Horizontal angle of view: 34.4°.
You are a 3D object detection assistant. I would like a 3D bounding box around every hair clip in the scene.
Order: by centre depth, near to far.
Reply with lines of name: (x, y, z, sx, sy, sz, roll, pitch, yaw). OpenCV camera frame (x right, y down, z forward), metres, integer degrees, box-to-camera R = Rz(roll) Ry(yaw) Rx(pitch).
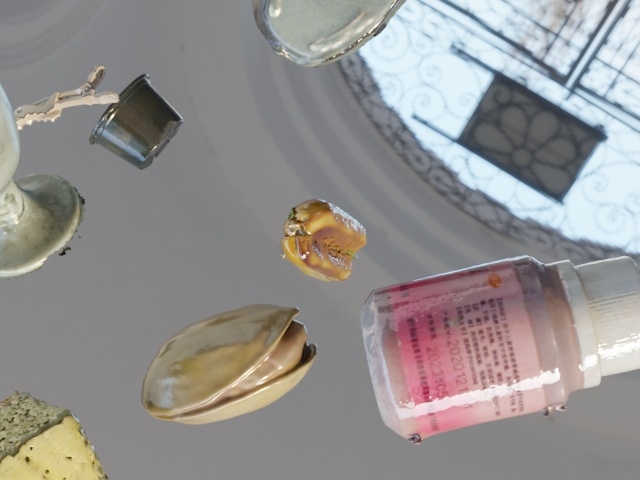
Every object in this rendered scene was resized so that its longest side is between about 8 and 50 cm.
hair clip: (-0.443, -0.223, 1.696, 0.034, 0.225, 0.072, 57, -166, -69)

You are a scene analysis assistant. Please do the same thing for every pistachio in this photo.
pistachio: (-0.147, 0.198, 1.614, 0.181, 0.292, 0.162, -84, -27, -67)

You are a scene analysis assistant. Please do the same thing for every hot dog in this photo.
hot dog: (0.000, 0.000, 1.431, 0.076, 0.104, 0.250, 25, -178, 16)

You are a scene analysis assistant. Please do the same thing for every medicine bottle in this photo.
medicine bottle: (0.167, 0.088, 0.930, 0.247, 0.147, 0.147, -13, -148, 5)

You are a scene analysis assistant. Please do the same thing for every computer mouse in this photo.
computer mouse: (0.058, -0.408, 1.432, 0.203, 0.374, 0.114, 40, -160, -15)

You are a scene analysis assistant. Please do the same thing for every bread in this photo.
bread: (-0.457, 0.414, 1.575, 0.279, 0.315, 0.248, -21, -168, -38)

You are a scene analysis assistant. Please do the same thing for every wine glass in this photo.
wine glass: (-0.447, -0.111, 1.282, 0.190, 0.190, 0.357, 49, 170, 34)

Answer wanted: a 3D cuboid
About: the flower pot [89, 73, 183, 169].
flower pot: (-0.313, -0.196, 1.795, 0.107, 0.157, 0.157, 41, -152, -1)
